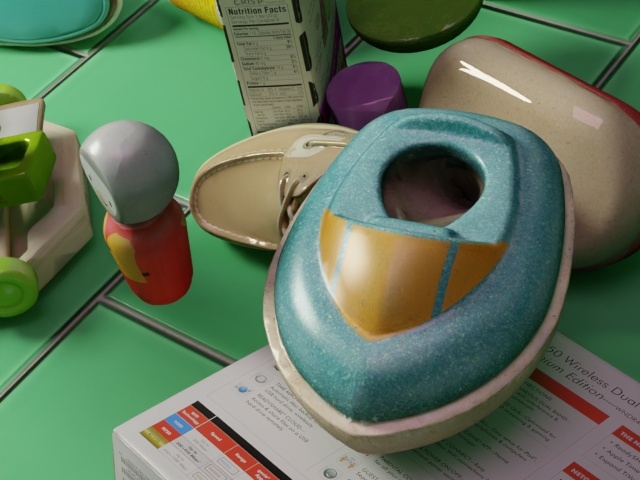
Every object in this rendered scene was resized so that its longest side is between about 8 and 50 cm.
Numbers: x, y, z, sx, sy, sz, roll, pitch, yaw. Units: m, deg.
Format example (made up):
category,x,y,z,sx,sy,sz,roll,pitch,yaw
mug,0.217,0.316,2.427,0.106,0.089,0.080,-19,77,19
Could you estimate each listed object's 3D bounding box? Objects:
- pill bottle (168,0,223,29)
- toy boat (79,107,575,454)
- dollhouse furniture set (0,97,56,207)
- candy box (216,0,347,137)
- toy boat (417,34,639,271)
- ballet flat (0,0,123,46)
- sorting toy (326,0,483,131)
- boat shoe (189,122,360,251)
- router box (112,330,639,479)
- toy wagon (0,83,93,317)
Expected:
category,x,y,z,sx,sy,sz,roll,pitch,yaw
pill bottle,-0.098,-0.281,1.313,0.117,0.117,0.208,-39,51,-25
toy boat,0.000,0.000,0.818,0.318,0.148,0.267,7,50,14
dollhouse furniture set,-0.354,-0.170,1.030,0.197,0.301,0.151,-10,48,6
candy box,-0.028,-0.177,1.114,0.071,0.233,0.159,-2,45,10
toy boat,0.195,-0.074,1.055,0.151,0.151,0.231,-10,36,-42
ballet flat,-0.397,-0.285,1.388,0.400,0.139,0.139,-2,46,11
sorting toy,0.108,-0.203,1.199,0.127,0.126,0.365,8,53,25
boat shoe,0.011,-0.034,1.015,0.302,0.109,0.098,2,14,29
router box,0.087,0.170,0.805,0.301,0.082,0.335,-26,44,-34
toy wagon,-0.382,-0.015,1.149,0.344,0.068,0.267,-15,45,-1
